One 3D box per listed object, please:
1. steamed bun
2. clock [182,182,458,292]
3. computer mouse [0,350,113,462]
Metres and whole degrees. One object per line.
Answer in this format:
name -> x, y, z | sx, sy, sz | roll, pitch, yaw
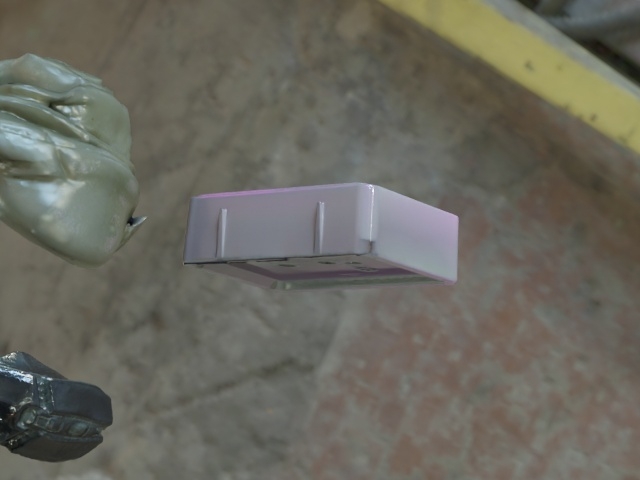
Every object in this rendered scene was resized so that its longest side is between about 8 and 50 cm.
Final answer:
steamed bun -> -0.237, -0.084, 1.592 | 0.144, 0.211, 0.218 | -55, 3, 5
clock -> 0.000, 0.000, 1.532 | 0.197, 0.150, 0.063 | -4, 77, 36
computer mouse -> -0.314, 0.189, 1.996 | 0.106, 0.192, 0.062 | -62, 30, 7
